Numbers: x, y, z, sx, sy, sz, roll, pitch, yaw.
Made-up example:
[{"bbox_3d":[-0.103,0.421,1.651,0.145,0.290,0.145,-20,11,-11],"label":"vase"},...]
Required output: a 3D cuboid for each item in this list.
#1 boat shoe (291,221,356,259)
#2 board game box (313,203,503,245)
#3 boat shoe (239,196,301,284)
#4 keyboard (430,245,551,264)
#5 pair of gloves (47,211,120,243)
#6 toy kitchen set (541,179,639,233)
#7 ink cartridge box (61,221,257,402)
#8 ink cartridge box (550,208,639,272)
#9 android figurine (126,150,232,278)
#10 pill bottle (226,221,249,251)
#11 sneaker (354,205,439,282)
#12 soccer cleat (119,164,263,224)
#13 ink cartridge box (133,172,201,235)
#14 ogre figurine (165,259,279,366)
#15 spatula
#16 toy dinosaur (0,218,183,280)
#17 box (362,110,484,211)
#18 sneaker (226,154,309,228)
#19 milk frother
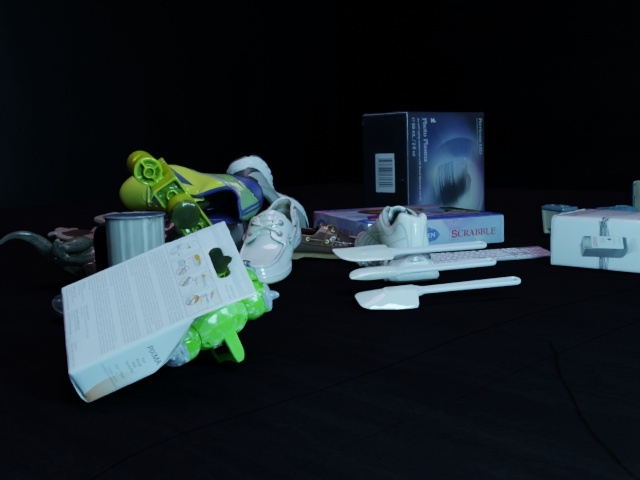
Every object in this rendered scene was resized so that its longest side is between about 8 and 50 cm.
[{"bbox_3d":[0.000,0.000,1.517,0.207,0.073,0.073,0,6,3],"label":"boat shoe"},{"bbox_3d":[0.185,-0.032,1.750,0.319,0.065,0.318,-4,8,-21],"label":"board game box"},{"bbox_3d":[-0.092,-0.007,1.360,0.098,0.096,0.277,2,21,6],"label":"boat shoe"},{"bbox_3d":[0.309,0.028,1.459,0.256,0.014,0.072,-4,8,-15],"label":"keyboard"},{"bbox_3d":[-0.485,-0.013,1.817,0.204,0.042,0.240,9,18,27],"label":"pair of gloves"},{"bbox_3d":[0.633,-0.075,1.772,0.207,0.122,0.166,-4,8,-20],"label":"toy kitchen set"},{"bbox_3d":[-0.155,0.062,0.756,0.179,0.045,0.145,-21,35,-8],"label":"ink cartridge box"},{"bbox_3d":[0.525,-0.001,1.340,0.218,0.092,0.159,7,11,41],"label":"ink cartridge box"},{"bbox_3d":[-0.209,-0.038,1.221,0.056,0.248,0.273,-38,26,-7],"label":"android figurine"},{"bbox_3d":[-0.196,-0.021,1.572,0.108,0.107,0.180,-1,7,1],"label":"pill bottle"},{"bbox_3d":[0.126,-0.003,1.346,0.110,0.118,0.292,-5,6,-13],"label":"sneaker"},{"bbox_3d":[-0.247,-0.079,1.429,0.289,0.093,0.121,4,26,16],"label":"soccer cleat"},{"bbox_3d":[-0.322,-0.049,1.665,0.231,0.078,0.134,-32,-4,7],"label":"ink cartridge box"},{"bbox_3d":[-0.126,0.079,0.819,0.197,0.096,0.118,-7,8,-40],"label":"ogre figurine"},{"bbox_3d":[0.154,0.045,1.134,0.242,0.019,0.168,-4,25,-14],"label":"spatula"},{"bbox_3d":[-0.368,0.031,1.307,0.314,0.120,0.160,-9,-3,-18],"label":"toy dinosaur"},{"bbox_3d":[0.280,-0.195,2.096,0.294,0.296,0.183,-8,9,-38],"label":"box"},{"bbox_3d":[-0.104,-0.054,1.592,0.100,0.108,0.271,-22,-38,16],"label":"sneaker"},{"bbox_3d":[-0.282,0.034,1.054,0.129,0.134,0.143,0,8,22],"label":"milk frother"}]
